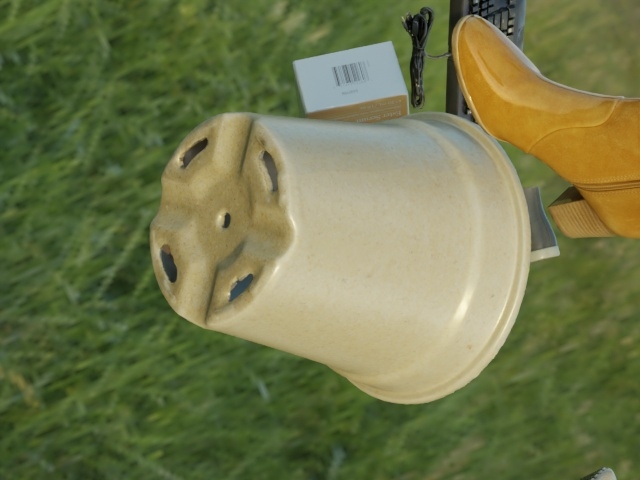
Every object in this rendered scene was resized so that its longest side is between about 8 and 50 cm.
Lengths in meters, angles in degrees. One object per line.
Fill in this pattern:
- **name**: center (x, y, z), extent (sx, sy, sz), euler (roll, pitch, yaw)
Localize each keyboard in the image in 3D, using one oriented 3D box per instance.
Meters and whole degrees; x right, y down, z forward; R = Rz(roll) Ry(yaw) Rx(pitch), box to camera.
- **keyboard**: center (0.204, -0.264, 2.256), extent (0.033, 0.201, 0.317), euler (51, -27, 44)

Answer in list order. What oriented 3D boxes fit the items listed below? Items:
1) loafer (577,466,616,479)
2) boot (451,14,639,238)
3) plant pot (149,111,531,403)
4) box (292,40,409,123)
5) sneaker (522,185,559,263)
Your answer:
- **loafer**: center (0.251, 0.339, 1.683), extent (0.268, 0.102, 0.092), euler (-36, 84, -38)
- **boot**: center (0.282, -0.129, 1.642), extent (0.104, 0.211, 0.295), euler (-47, 111, -36)
- **plant pot**: center (0.000, 0.000, 1.714), extent (0.305, 0.334, 0.334), euler (10, 56, -43)
- **box**: center (0.042, -0.151, 2.018), extent (0.170, 0.130, 0.091), euler (81, -5, -54)
- **sneaker**: center (0.257, -0.009, 2.468), extent (0.083, 0.222, 0.118), euler (-3, 80, -58)
